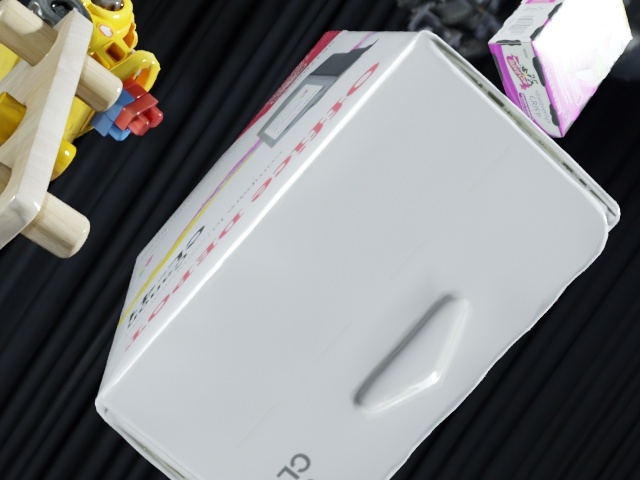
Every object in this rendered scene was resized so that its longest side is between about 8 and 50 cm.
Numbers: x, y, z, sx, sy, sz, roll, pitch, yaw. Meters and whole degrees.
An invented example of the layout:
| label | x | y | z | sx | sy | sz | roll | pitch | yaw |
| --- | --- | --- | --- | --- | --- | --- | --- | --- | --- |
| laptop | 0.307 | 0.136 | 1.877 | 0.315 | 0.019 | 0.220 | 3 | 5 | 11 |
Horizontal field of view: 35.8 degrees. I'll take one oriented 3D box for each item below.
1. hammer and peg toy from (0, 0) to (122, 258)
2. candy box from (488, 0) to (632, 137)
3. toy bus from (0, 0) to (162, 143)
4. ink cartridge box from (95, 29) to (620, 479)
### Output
| label | x | y | z | sx | sy | sz | roll | pitch | yaw |
| --- | --- | --- | --- | --- | --- | --- | --- | --- | --- |
| hammer and peg toy | -0.329 | -0.016 | 0.849 | 0.127 | 0.361 | 0.266 | 37 | 33 | -31 |
| candy box | 0.336 | -0.275 | 1.366 | 0.071 | 0.233 | 0.159 | 9 | -40 | 42 |
| toy bus | -0.288 | -0.224 | 1.300 | 0.211 | 0.149 | 0.220 | 39 | 37 | -2 |
| ink cartridge box | 0.000 | 0.000 | 0.569 | 0.131 | 0.226 | 0.306 | 41 | 4 | -11 |
